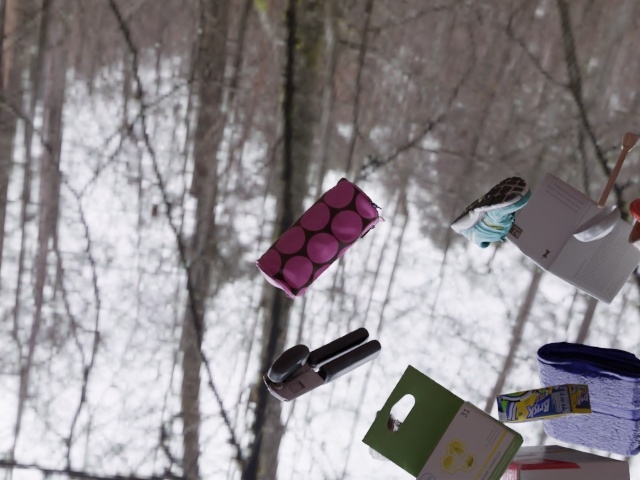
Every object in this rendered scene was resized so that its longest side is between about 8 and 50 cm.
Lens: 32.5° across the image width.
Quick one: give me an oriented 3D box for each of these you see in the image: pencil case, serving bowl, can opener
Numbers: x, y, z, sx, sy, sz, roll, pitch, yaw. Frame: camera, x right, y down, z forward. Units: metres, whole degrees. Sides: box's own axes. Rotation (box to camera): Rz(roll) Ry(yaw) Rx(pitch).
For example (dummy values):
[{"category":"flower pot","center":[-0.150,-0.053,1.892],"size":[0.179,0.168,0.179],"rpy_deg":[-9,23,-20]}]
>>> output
[{"category":"pencil case","center":[0.000,0.000,1.739],"size":[0.098,0.209,0.095],"rpy_deg":[49,177,-21]},{"category":"serving bowl","center":[0.442,-0.022,1.734],"size":[0.027,0.083,0.083],"rpy_deg":[55,-148,0]},{"category":"can opener","center":[0.011,0.227,2.119],"size":[0.283,0.095,0.076],"rpy_deg":[-22,-125,-40]}]

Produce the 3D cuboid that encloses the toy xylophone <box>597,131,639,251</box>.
[{"category":"toy xylophone","center":[0.622,-0.071,1.944],"size":[0.236,0.081,0.323],"rpy_deg":[31,-125,-9]}]

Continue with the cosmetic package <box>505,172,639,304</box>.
[{"category":"cosmetic package","center":[0.479,-0.003,2.036],"size":[0.183,0.151,0.151],"rpy_deg":[26,-169,-31]}]

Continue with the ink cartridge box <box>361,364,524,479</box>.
[{"category":"ink cartridge box","center":[0.207,0.348,1.893],"size":[0.235,0.171,0.056],"rpy_deg":[32,-176,9]}]

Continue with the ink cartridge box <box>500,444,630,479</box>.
[{"category":"ink cartridge box","center":[0.424,0.473,2.106],"size":[0.226,0.131,0.306],"rpy_deg":[0,176,-13]}]

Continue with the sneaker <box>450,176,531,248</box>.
[{"category":"sneaker","center":[0.399,-0.058,2.441],"size":[0.110,0.275,0.107],"rpy_deg":[45,-115,-1]}]

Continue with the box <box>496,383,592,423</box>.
[{"category":"box","center":[0.397,0.293,1.961],"size":[0.059,0.054,0.169],"rpy_deg":[8,162,-40]}]

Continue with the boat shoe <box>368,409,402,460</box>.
[{"category":"boat shoe","center":[0.151,0.392,2.170],"size":[0.095,0.095,0.257],"rpy_deg":[11,168,8]}]

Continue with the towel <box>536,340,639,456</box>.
[{"category":"towel","center":[0.582,0.333,2.338],"size":[0.227,0.308,0.076],"rpy_deg":[11,-130,23]}]
